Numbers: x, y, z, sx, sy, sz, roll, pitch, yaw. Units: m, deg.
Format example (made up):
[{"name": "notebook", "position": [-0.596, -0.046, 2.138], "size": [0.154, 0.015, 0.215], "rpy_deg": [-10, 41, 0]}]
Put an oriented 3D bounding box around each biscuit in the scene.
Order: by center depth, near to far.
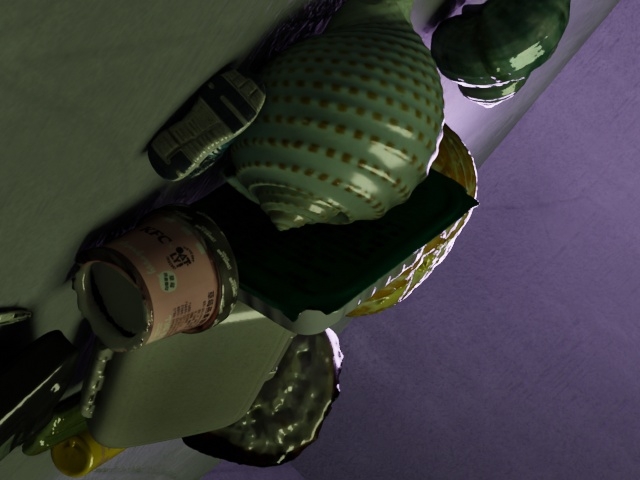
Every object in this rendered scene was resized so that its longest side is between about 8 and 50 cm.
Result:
[{"name": "biscuit", "position": [-0.340, 0.255, 1.941], "size": [0.099, 0.038, 0.322], "rpy_deg": [-48, 168, 23]}]

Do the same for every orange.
[{"name": "orange", "position": [0.075, -0.047, 1.842], "size": [0.329, 0.249, 0.329], "rpy_deg": [-51, 167, -17]}]

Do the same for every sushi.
[{"name": "sushi", "position": [-0.113, 0.250, 2.188], "size": [0.299, 0.281, 0.294], "rpy_deg": [-52, 178, -8]}]

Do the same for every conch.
[{"name": "conch", "position": [0.036, -0.135, 1.444], "size": [0.319, 0.215, 0.303], "rpy_deg": [-41, -179, -18]}, {"name": "conch", "position": [0.263, -0.308, 1.861], "size": [0.220, 0.195, 0.277], "rpy_deg": [-79, 173, -51]}]

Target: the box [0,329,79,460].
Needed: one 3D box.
[{"name": "box", "position": [-0.398, 0.232, 1.438], "size": [0.289, 0.073, 0.290], "rpy_deg": [-42, 177, -25]}]

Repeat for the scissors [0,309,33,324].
[{"name": "scissors", "position": [-0.349, 0.085, 1.238], "size": [0.109, 0.022, 0.300], "rpy_deg": [-44, 172, 9]}]

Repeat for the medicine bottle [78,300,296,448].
[{"name": "medicine bottle", "position": [-0.181, 0.151, 1.709], "size": [0.282, 0.123, 0.375], "rpy_deg": [-7, 148, -24]}]

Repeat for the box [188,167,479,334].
[{"name": "box", "position": [0.000, 0.000, 1.557], "size": [0.337, 0.264, 0.106], "rpy_deg": [-34, 141, -39]}]

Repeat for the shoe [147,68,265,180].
[{"name": "shoe", "position": [-0.111, -0.115, 1.302], "size": [0.143, 0.064, 0.071], "rpy_deg": [-44, 170, 4]}]

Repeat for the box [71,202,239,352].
[{"name": "box", "position": [-0.191, 0.047, 1.411], "size": [0.135, 0.151, 0.151], "rpy_deg": [-24, 158, -45]}]

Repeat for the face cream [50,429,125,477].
[{"name": "face cream", "position": [-0.335, 0.307, 2.068], "size": [0.078, 0.078, 0.273], "rpy_deg": [-50, 170, 22]}]
